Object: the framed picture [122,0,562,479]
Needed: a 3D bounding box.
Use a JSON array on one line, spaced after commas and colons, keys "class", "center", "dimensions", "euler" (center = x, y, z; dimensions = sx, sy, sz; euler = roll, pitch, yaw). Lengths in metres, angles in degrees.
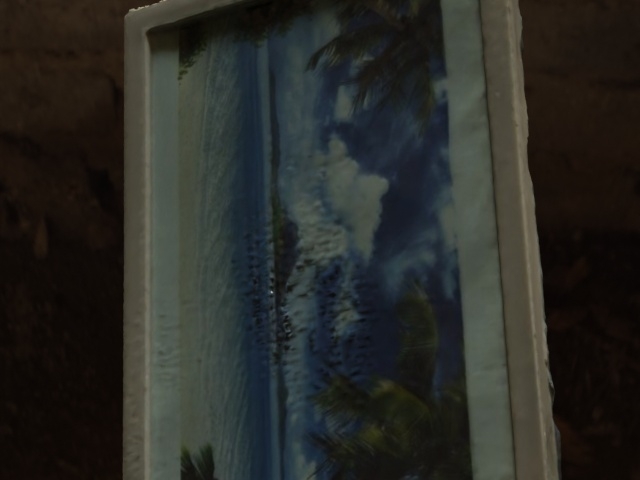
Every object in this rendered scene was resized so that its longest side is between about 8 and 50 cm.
[{"class": "framed picture", "center": [0.000, 0.000, 0.771], "dimensions": [0.232, 0.024, 0.315], "euler": [-13, 67, 27]}]
